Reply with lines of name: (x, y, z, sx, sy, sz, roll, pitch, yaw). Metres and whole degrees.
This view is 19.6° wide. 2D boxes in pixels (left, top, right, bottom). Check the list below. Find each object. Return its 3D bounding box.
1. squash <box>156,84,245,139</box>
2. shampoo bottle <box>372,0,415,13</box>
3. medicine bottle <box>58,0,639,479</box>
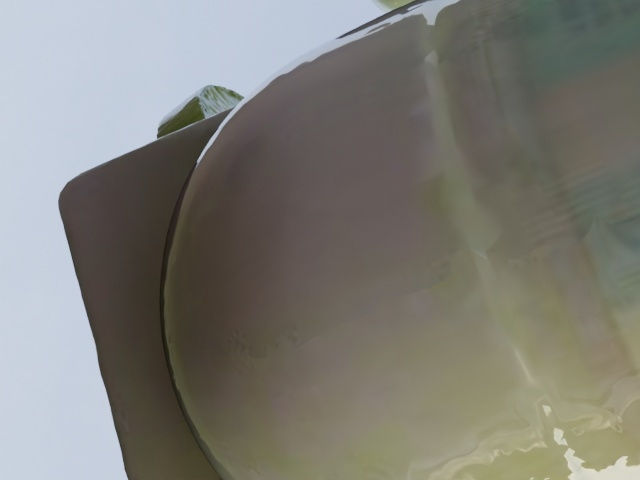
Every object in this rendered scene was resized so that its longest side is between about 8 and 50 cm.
squash: (0.000, 0.000, 1.136, 0.049, 0.252, 0.252, -42, -135, 12)
shampoo bottle: (0.089, -0.349, 1.378, 0.322, 0.322, 0.317, -5, -61, 59)
medicine bottle: (0.092, 0.008, 0.739, 0.406, 0.236, 0.235, -21, -117, 17)
